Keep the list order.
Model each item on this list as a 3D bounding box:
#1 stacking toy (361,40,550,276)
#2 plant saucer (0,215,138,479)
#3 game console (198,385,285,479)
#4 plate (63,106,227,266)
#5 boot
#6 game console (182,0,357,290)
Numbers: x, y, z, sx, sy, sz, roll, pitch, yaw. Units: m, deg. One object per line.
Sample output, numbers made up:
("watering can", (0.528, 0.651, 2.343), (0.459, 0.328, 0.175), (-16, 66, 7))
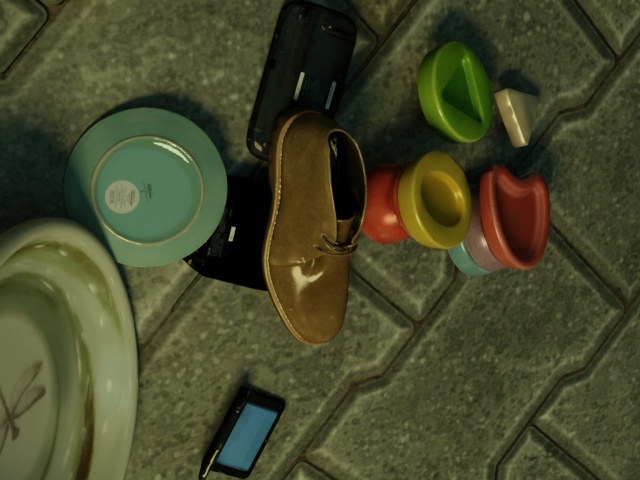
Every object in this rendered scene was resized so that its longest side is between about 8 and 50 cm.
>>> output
("stacking toy", (0.174, -0.097, 1.282), (0.309, 0.130, 0.279), (19, 69, -44))
("plant saucer", (-0.316, 0.174, 0.994), (0.101, 0.400, 0.400), (1, 109, 13))
("game console", (-0.101, 0.262, 1.254), (0.071, 0.107, 0.122), (27, 91, -4))
("plate", (-0.199, -0.058, 1.099), (0.188, 0.024, 0.188), (-3, 103, -14))
("boot", (0.000, 0.000, 1.152), (0.112, 0.115, 0.305), (-15, 114, -28))
("game console", (-0.032, -0.110, 1.192), (0.213, 0.044, 0.361), (11, 101, -32))
